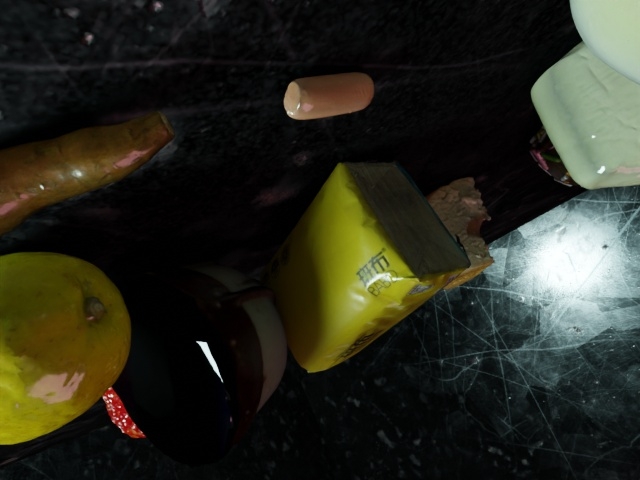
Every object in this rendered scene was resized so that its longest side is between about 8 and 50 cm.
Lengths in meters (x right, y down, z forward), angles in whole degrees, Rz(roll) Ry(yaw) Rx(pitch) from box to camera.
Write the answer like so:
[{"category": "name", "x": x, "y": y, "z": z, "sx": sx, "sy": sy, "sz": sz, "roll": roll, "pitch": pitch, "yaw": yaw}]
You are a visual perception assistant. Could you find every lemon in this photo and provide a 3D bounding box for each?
[{"category": "lemon", "x": -0.275, "y": 0.101, "z": 0.396, "sx": 0.207, "sy": 0.170, "sz": 0.170, "roll": -35, "pitch": 162, "yaw": 24}]

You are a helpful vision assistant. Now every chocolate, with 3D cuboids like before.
[{"category": "chocolate", "x": -0.166, "y": 0.143, "z": 0.600, "sx": 0.284, "sy": 0.283, "sz": 0.186, "roll": -39, "pitch": 176, "yaw": 39}]

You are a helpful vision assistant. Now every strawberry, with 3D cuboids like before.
[{"category": "strawberry", "x": -0.440, "y": 0.361, "z": 1.034, "sx": 0.205, "sy": 0.205, "sz": 0.244, "roll": -24, "pitch": 143, "yaw": -7}]

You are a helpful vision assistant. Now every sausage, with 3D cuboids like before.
[{"category": "sausage", "x": 0.009, "y": -0.123, "z": 0.358, "sx": 0.083, "sy": 0.034, "sz": 0.034, "roll": -19, "pitch": 163, "yaw": -30}]

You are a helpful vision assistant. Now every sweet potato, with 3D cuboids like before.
[{"category": "sweet potato", "x": -0.222, "y": -0.025, "z": 0.276, "sx": 0.265, "sy": 0.057, "sz": 0.057, "roll": -29, "pitch": 165, "yaw": -3}]

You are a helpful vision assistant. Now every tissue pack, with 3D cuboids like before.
[{"category": "tissue pack", "x": 0.039, "y": 0.043, "z": 0.600, "sx": 0.134, "sy": 0.192, "sz": 0.271, "roll": -7, "pitch": 147, "yaw": -39}]

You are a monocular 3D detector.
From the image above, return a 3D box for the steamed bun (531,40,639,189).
[{"category": "steamed bun", "x": 0.405, "y": -0.174, "z": 0.510, "sx": 0.250, "sy": 0.200, "sz": 0.155, "roll": -28, "pitch": 166, "yaw": 20}]

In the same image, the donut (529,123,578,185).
[{"category": "donut", "x": 0.528, "y": -0.198, "z": 0.764, "sx": 0.345, "sy": 0.136, "sz": 0.259, "roll": -8, "pitch": 154, "yaw": -45}]

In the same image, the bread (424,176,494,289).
[{"category": "bread", "x": 0.216, "y": 0.013, "z": 0.861, "sx": 0.211, "sy": 0.183, "sz": 0.224, "roll": -15, "pitch": 159, "yaw": -30}]

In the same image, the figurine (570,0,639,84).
[{"category": "figurine", "x": 0.268, "y": -0.251, "z": 0.168, "sx": 0.274, "sy": 0.227, "sz": 0.394, "roll": -55, "pitch": 156, "yaw": -10}]
